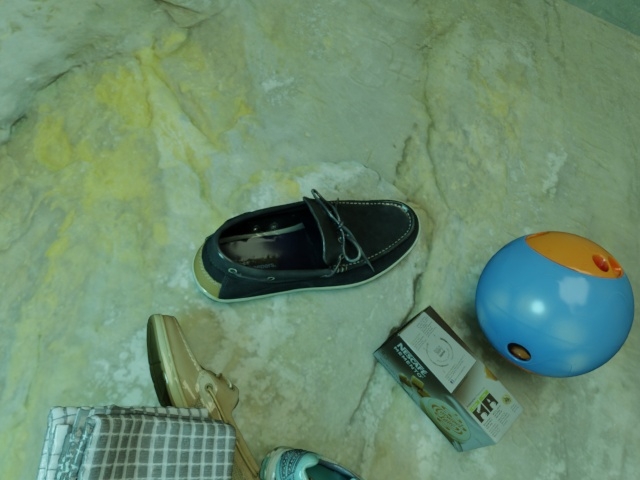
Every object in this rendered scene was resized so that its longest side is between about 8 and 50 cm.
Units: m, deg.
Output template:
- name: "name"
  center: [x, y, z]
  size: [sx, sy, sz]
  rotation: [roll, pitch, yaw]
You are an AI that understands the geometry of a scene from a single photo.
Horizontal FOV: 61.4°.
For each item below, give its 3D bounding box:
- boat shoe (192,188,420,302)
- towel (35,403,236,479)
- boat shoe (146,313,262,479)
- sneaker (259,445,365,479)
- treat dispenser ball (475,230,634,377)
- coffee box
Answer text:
- name: "boat shoe"
  center: [0.000, 0.000, 1.067]
  size: [0.501, 0.156, 0.186]
  rotation: [-12, 65, -24]
- name: "towel"
  center: [-0.230, 0.353, 0.678]
  size: [0.235, 0.121, 0.283]
  rotation: [19, 66, -38]
- name: "boat shoe"
  center: [-0.193, 0.273, 0.887]
  size: [0.110, 0.122, 0.341]
  rotation: [-18, 80, -30]
- name: "sneaker"
  center: [0.041, 0.421, 0.849]
  size: [0.283, 0.122, 0.110]
  rotation: [35, 53, -19]
- name: "treat dispenser ball"
  center: [0.456, 0.124, 1.068]
  size: [0.288, 0.288, 0.288]
  rotation: [8, 61, -14]
- name: "coffee box"
  center: [0.232, 0.260, 1.009]
  size: [0.098, 0.141, 0.246]
  rotation: [-36, 79, -29]
